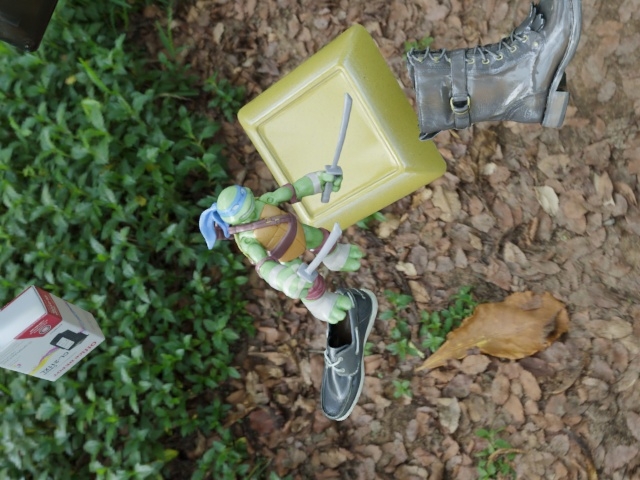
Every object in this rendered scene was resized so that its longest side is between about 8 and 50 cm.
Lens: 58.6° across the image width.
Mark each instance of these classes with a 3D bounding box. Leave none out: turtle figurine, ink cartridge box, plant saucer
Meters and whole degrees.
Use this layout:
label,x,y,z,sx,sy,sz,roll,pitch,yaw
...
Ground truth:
label,x,y,z,sx,sy,sz,roll,pitch,yaw
turtle figurine,0.000,0.000,0.804,0.275,0.266,0.197,-30,50,11
ink cartridge box,-0.492,0.169,1.015,0.127,0.175,0.072,-41,63,-5
plant saucer,0.021,-0.190,1.123,0.333,0.081,0.332,-29,97,28

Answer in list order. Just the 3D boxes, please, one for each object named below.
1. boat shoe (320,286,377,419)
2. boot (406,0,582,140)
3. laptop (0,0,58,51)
label,x,y,z,sx,sy,sz,roll,pitch,yaw
boat shoe,0.032,0.195,0.983,0.084,0.079,0.232,12,91,38
boot,0.237,-0.263,0.814,0.229,0.091,0.262,3,123,15
laptop,-0.387,-0.458,0.501,0.236,0.382,0.407,37,103,46
